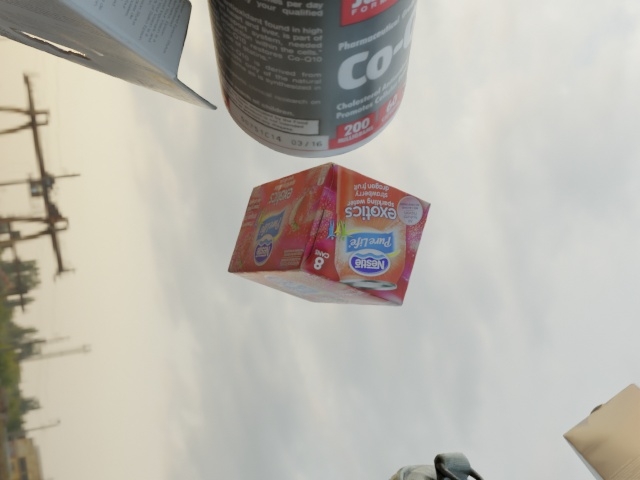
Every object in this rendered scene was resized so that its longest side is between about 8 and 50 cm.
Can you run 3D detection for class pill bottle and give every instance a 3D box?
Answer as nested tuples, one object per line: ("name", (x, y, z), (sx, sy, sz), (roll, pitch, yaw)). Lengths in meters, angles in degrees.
("pill bottle", (-0.006, -0.201, 0.630), (0.283, 0.161, 0.161), (91, -17, -62))

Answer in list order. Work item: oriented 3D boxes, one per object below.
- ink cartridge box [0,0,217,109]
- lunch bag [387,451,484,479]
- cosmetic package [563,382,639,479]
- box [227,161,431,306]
("ink cartridge box", (-0.268, -0.223, 0.652), (0.324, 0.330, 0.071), (22, -91, 23))
("lunch bag", (0.068, 0.306, 0.467), (0.256, 0.212, 0.305), (40, -75, 43))
("cosmetic package", (0.406, 0.277, 1.059), (0.107, 0.127, 0.238), (52, 4, -5))
("box", (0.000, 0.000, 1.003), (0.257, 0.128, 0.123), (-6, -116, 67))
